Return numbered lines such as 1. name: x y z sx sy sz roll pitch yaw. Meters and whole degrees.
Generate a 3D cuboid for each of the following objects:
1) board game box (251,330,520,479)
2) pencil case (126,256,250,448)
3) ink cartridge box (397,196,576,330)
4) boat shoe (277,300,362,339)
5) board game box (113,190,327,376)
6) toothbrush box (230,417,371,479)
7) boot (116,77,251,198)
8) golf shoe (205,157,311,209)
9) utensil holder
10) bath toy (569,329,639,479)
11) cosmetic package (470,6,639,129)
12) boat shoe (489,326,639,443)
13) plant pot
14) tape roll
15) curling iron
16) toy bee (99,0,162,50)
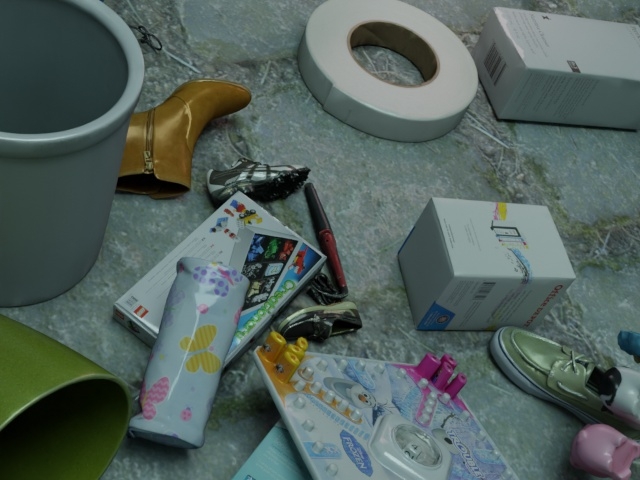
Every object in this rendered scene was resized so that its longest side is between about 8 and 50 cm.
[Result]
1. board game box: 0.136 0.289 1.335 0.390 0.050 0.390 12 31 -37
2. pencil case: -0.188 0.160 1.353 0.113 0.124 0.273 23 72 -21
3. ink cartridge box: 0.284 0.045 1.651 0.233 0.171 0.168 3 52 -19
4. boat shoe: 0.003 0.136 1.545 0.152 0.056 0.049 -13 53 -29
5. board game box: -0.155 0.073 1.518 0.193 0.053 0.305 37 55 10
6. toothbrush box: -0.034 0.390 1.274 0.216 0.126 0.295 35 48 8
7. boot: -0.245 -0.175 1.688 0.295 0.104 0.211 -7 60 -20
8. golf shoe: -0.111 -0.117 1.696 0.198 0.077 0.094 -17 60 -32
9. utensil holder: -0.446 -0.130 1.370 0.328 0.385 0.327 11 49 -13
10. bath toy: 0.436 0.305 1.470 0.151 0.129 0.348 40 76 -37
11. cosmetic package: 0.556 -0.380 2.115 0.385 0.156 0.217 -1 51 -21
12. boat shoe: 0.431 0.230 1.607 0.302 0.094 0.109 33 48 7
13. plant pot: -0.436 0.195 1.184 0.293 0.274 0.275 35 48 24
14. tape roll: 0.142 -0.370 2.006 0.392 0.072 0.392 11 49 -13
15. curling iron: 0.000 0.000 1.669 0.068 0.035 0.274 5 51 -17
16. toy bee: -0.458 -0.445 1.779 0.162 0.195 0.298 -42 85 -15
